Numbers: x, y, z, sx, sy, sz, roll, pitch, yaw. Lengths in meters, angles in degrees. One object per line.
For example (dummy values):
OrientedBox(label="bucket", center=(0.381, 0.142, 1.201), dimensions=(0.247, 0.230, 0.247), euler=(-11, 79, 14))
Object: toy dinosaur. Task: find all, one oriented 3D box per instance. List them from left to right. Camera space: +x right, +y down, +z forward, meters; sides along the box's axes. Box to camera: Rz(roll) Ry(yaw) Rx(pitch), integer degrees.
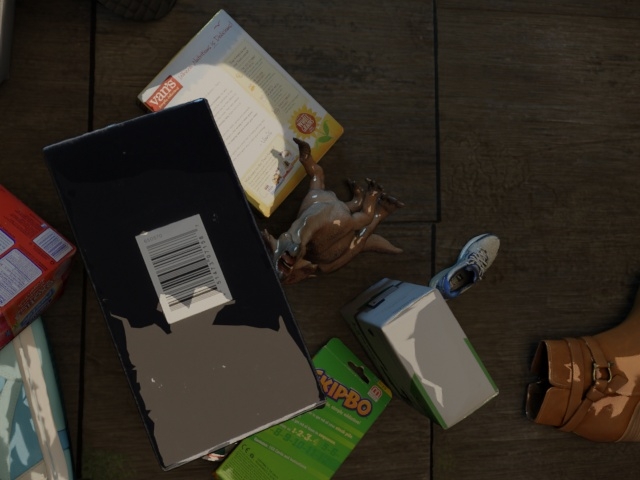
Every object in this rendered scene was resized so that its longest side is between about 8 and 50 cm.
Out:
OrientedBox(label="toy dinosaur", center=(0.000, 0.000, 1.109), dimensions=(0.127, 0.295, 0.200), euler=(29, 89, 30))

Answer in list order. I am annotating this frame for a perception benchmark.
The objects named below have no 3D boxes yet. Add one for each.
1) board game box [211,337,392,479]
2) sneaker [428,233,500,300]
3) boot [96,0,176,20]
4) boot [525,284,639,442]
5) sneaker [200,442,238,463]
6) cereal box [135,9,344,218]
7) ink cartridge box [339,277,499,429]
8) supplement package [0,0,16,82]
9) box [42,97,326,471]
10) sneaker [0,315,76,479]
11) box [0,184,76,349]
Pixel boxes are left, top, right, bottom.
OrientedBox(label="board game box", center=(-0.017, 0.260, 1.121), dimensions=(0.124, 0.039, 0.259), euler=(45, 61, -1))
OrientedBox(label="sneaker", center=(0.225, 0.042, 1.223), dimensions=(0.135, 0.058, 0.052), euler=(-45, 100, -13))
OrientedBox(label="boot", center=(-0.343, -0.390, 1.024), dimensions=(0.222, 0.338, 0.118), euler=(35, 105, 29))
OrientedBox(label="boot", center=(0.434, 0.167, 1.267), dimensions=(0.220, 0.109, 0.284), euler=(11, 93, -11))
OrientedBox(label="sneaker", center=(-0.091, 0.263, 1.130), dimensions=(0.161, 0.057, 0.075), euler=(5, 93, -13))
OrientedBox(label="cereal box", center=(-0.108, -0.172, 1.138), dimensions=(0.240, 0.047, 0.173), euler=(44, 78, -10))
OrientedBox(label="ink cartridge box", center=(0.124, 0.144, 1.111), dimensions=(0.092, 0.219, 0.160), euler=(-33, 97, -10))
OrientedBox(label="supplement package", center=(-0.496, -0.269, 0.973), dimensions=(0.244, 0.139, 0.134), euler=(6, 104, -16))
OrientedBox(label="box", center=(-0.160, 0.067, 0.952), dimensions=(0.178, 0.312, 0.343), euler=(-21, 82, -14))
OrientedBox(label="sneaker", center=(-0.414, 0.260, 1.009), dimensions=(0.208, 0.127, 0.319), euler=(-11, 82, -17))
OrientedBox(label="box", center=(-0.428, -0.004, 0.959), dimensions=(0.257, 0.123, 0.128), euler=(39, 50, 2))
